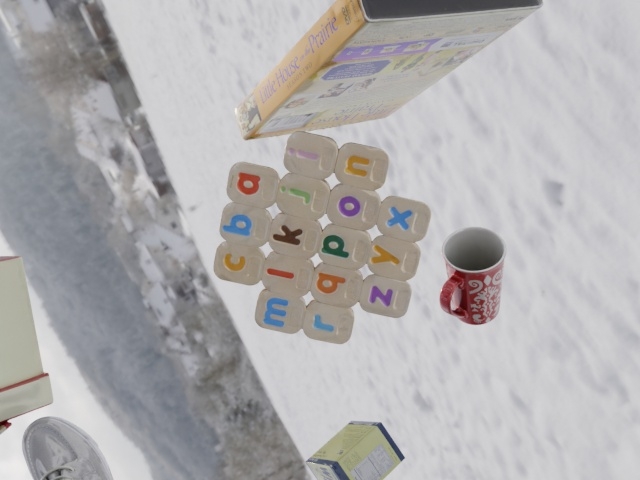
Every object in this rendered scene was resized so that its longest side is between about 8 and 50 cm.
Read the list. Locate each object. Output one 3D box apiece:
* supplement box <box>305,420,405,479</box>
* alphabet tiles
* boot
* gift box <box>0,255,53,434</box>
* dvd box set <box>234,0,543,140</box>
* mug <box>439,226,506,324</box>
[{"bbox_3d":[0.042,0.270,0.976,0.056,0.083,0.083,56,153,-5],"label":"supplement box"},{"bbox_3d":[0.000,0.000,1.091,0.021,0.278,0.284,-77,-1,-74],"label":"alphabet tiles"},{"bbox_3d":[-0.318,0.318,1.017,0.258,0.095,0.123,43,168,23],"label":"boot"},{"bbox_3d":[-0.572,0.172,1.128,0.255,0.276,0.258,-1,101,47],"label":"gift box"},{"bbox_3d":[0.083,-0.270,1.209,0.420,0.308,0.062,-28,77,61],"label":"dvd box set"},{"bbox_3d":[0.271,0.078,1.480,0.169,0.150,0.113,76,167,-46],"label":"mug"}]
